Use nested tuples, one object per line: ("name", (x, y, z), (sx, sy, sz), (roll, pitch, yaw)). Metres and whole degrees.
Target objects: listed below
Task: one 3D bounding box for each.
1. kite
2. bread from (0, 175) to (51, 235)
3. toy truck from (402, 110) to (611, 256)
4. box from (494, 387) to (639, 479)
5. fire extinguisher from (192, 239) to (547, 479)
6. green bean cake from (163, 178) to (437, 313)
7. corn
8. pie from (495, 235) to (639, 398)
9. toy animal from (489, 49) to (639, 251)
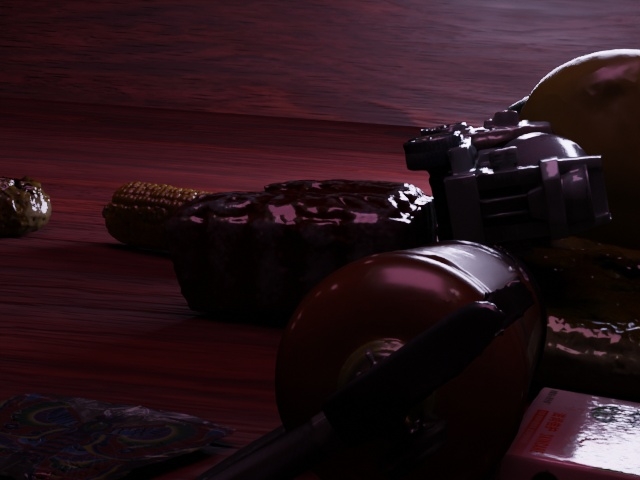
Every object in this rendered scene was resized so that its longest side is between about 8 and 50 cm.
("kite", (-0.173, 0.121, 0.644), (0.152, 0.015, 0.285), (6, 8, 25))
("bread", (-0.333, -0.038, 1.312), (0.113, 0.060, 0.082), (-3, 10, -40))
("toy truck", (0.147, -0.041, 0.981), (0.140, 0.108, 0.257), (-9, 8, 11))
("box", (0.146, 0.120, 0.664), (0.089, 0.043, 0.125), (7, 11, 18))
("fire extinguisher", (0.034, 0.084, 0.642), (0.113, 0.200, 0.376), (37, 7, 9))
("green bean cake", (0.000, 0.000, 1.088), (0.198, 0.097, 0.232), (0, 8, 16))
("corn", (-0.130, -0.018, 1.254), (0.207, 0.068, 0.068), (8, 11, 27))
("pie", (0.222, 0.058, 0.961), (0.323, 0.071, 0.323), (5, 11, -1))
("toy animal", (0.260, -0.077, 1.181), (0.191, 0.216, 0.338), (24, -20, -21))
